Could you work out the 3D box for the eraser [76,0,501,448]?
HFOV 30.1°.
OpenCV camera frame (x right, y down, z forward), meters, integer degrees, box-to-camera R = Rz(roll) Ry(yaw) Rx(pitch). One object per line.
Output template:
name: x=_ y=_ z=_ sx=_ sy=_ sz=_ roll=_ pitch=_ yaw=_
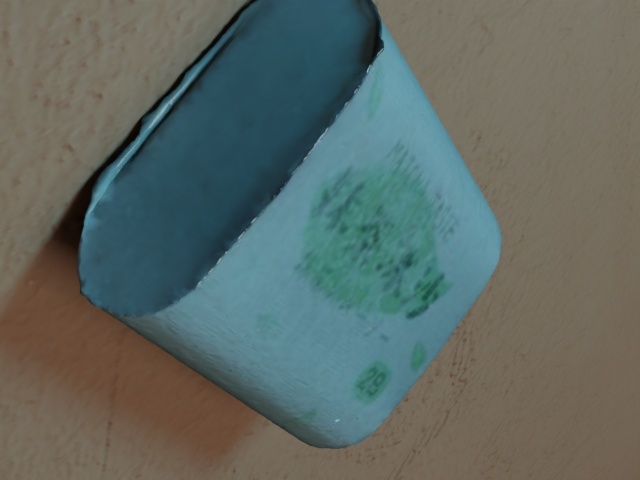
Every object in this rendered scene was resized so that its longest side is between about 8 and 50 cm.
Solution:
eraser: x=0.000 y=0.000 z=0.584 sx=0.174 sy=0.081 sz=0.227 roll=-50 pitch=148 yaw=-4
